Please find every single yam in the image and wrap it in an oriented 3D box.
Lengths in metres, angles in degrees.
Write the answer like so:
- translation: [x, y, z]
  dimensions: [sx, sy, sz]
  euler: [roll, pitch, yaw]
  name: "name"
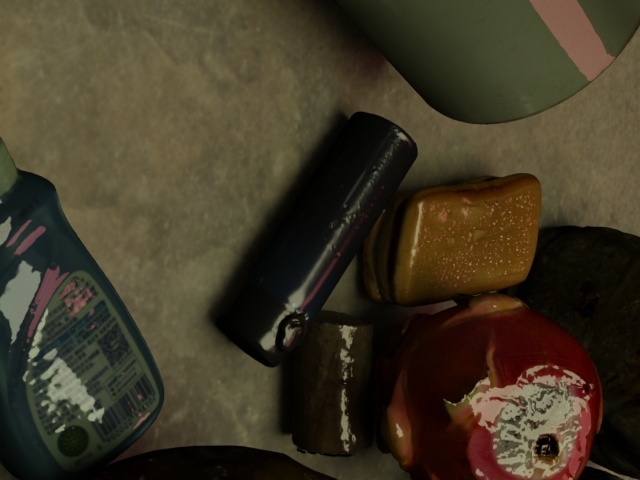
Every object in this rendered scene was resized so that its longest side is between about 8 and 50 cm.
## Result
- translation: [0.012, 0.129, 1.582]
  dimensions: [0.084, 0.084, 0.127]
  euler: [-5, 103, -42]
  name: "yam"

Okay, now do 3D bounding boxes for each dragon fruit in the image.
- translation: [0.147, 0.154, 1.587]
  dimensions: [0.224, 0.227, 0.224]
  euler: [-1, 94, -14]
  name: "dragon fruit"

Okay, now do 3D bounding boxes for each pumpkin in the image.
- translation: [0.362, 0.117, 1.813]
  dimensions: [0.325, 0.232, 0.242]
  euler: [44, 66, -43]
  name: "pumpkin"

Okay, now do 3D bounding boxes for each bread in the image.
- translation: [0.128, -0.003, 1.665]
  dimensions: [0.200, 0.077, 0.116]
  euler: [-10, 105, -43]
  name: "bread"

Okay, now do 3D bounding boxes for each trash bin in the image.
- translation: [0.075, -0.315, 1.417]
  dimensions: [0.432, 0.280, 0.280]
  euler: [46, 68, -43]
  name: "trash bin"

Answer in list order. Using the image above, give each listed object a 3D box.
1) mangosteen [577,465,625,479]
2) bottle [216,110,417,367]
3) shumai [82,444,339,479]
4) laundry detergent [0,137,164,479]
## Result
- translation: [0.228, 0.358, 1.716]
  dimensions: [0.288, 0.288, 0.288]
  euler: [-11, 107, -41]
  name: "mangosteen"
- translation: [0.000, 0.000, 1.542]
  dimensions: [0.244, 0.082, 0.072]
  euler: [-56, 137, -18]
  name: "bottle"
- translation: [-0.081, 0.325, 1.336]
  dimensions: [0.397, 0.324, 0.323]
  euler: [13, 96, -3]
  name: "shumai"
- translation: [-0.231, 0.044, 1.336]
  dimensions: [0.143, 0.094, 0.290]
  euler: [-36, 119, -25]
  name: "laundry detergent"
